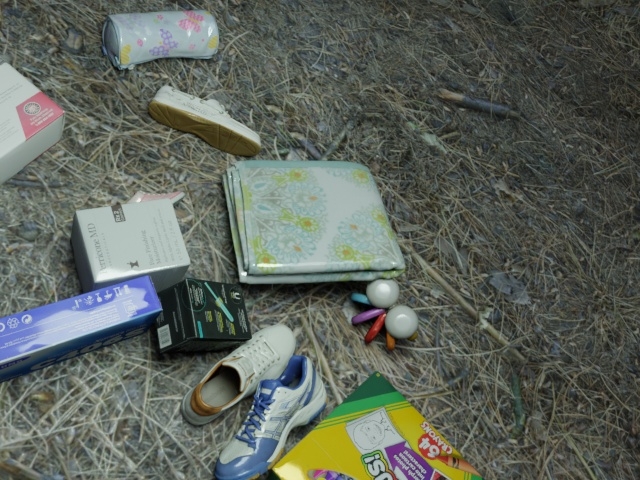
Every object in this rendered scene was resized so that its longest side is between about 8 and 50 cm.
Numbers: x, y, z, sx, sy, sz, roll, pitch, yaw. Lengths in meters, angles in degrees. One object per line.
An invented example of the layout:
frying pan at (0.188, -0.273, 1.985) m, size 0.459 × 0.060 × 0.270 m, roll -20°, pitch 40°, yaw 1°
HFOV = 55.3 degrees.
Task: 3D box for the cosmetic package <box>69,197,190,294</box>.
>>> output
cosmetic package at (-0.379, 0.025, 1.205) m, size 0.184 × 0.151 × 0.151 m, roll -12°, pitch 71°, yaw -31°

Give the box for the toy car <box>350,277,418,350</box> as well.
toy car at (0.140, 0.170, 1.423) m, size 0.136 × 0.159 × 0.182 m, roll -31°, pitch 81°, yaw 2°

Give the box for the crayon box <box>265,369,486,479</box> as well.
crayon box at (0.128, 0.496, 1.212) m, size 0.363 × 0.106 × 0.313 m, roll 44°, pitch 54°, yaw 16°

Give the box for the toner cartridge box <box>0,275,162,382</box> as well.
toner cartridge box at (-0.470, 0.167, 1.081) m, size 0.348 × 0.165 × 0.075 m, roll -17°, pitch 75°, yaw -32°

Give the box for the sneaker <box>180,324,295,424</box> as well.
sneaker at (-0.141, 0.261, 1.231) m, size 0.106 × 0.123 × 0.290 m, roll 49°, pitch 53°, yaw 4°

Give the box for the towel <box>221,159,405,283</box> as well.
towel at (-0.022, -0.045, 1.388) m, size 0.375 × 0.090 × 0.320 m, roll -2°, pitch 53°, yaw -17°

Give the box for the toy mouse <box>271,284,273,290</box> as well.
toy mouse at (-0.099, 0.014, 1.427) m, size 0.143 × 0.031 × 0.161 m, roll -31°, pitch 82°, yaw -35°

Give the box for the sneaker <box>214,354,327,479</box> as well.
sneaker at (-0.109, 0.339, 1.191) m, size 0.296 × 0.112 × 0.130 m, roll -40°, pitch 122°, yaw -44°

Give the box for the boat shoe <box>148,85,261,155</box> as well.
boat shoe at (-0.261, -0.294, 1.456) m, size 0.277 × 0.098 × 0.096 m, roll 24°, pitch 58°, yaw -14°

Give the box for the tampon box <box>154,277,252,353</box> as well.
tampon box at (-0.234, 0.153, 1.211) m, size 0.161 × 0.102 × 0.120 m, roll 15°, pitch 55°, yaw -56°

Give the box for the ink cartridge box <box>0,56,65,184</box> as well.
ink cartridge box at (-0.692, -0.266, 1.210) m, size 0.283 × 0.117 × 0.207 m, roll 41°, pitch 55°, yaw -4°

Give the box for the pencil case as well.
pencil case at (-0.384, -0.492, 1.483) m, size 0.273 × 0.113 × 0.124 m, roll -20°, pitch 86°, yaw -33°

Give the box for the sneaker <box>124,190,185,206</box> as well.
sneaker at (-0.363, -0.089, 1.331) m, size 0.134 × 0.051 × 0.070 m, roll -36°, pitch 91°, yaw -31°
